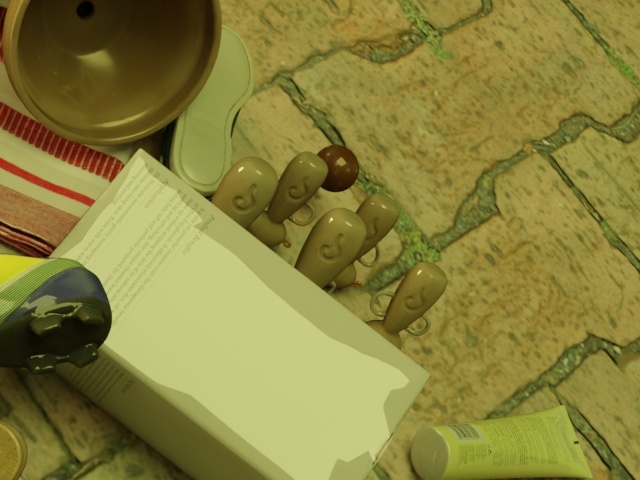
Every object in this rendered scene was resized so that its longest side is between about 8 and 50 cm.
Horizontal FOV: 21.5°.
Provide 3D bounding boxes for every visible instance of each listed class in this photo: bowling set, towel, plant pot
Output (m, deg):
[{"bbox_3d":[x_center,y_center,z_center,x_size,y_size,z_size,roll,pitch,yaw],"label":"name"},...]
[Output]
[{"bbox_3d":[0.000,0.000,1.866,0.287,0.154,0.200,33,27,-7],"label":"bowling set"},{"bbox_3d":[-0.311,-0.134,1.806,0.237,0.037,0.329,29,46,-14],"label":"towel"},{"bbox_3d":[-0.233,-0.228,1.789,0.237,0.237,0.110,3,23,-33],"label":"plant pot"}]

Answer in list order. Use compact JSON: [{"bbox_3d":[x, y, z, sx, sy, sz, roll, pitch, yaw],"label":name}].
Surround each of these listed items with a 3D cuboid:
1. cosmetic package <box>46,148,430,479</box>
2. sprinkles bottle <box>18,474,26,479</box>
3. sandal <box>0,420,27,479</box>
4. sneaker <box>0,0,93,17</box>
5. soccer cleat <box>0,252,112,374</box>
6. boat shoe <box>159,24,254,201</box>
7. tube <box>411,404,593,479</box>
[{"bbox_3d":[-0.103,0.110,1.647,0.365,0.155,0.197,40,62,-4],"label":"cosmetic package"},{"bbox_3d":[-0.338,0.200,1.472,0.355,0.121,0.121,50,45,8],"label":"sprinkles bottle"},{"bbox_3d":[-0.333,0.246,1.367,0.088,0.240,0.079,38,2,8],"label":"sandal"},{"bbox_3d":[-0.334,-0.287,1.830,0.237,0.085,0.086,25,18,-30],"label":"sneaker"},{"bbox_3d":[-0.323,0.064,1.449,0.289,0.093,0.121,-3,37,-28],"label":"soccer cleat"},{"bbox_3d":[-0.133,-0.135,1.897,0.095,0.079,0.254,21,50,-23],"label":"boat shoe"},{"bbox_3d":[0.206,0.231,1.871,0.240,0.062,0.070,0,101,-40],"label":"tube"}]
